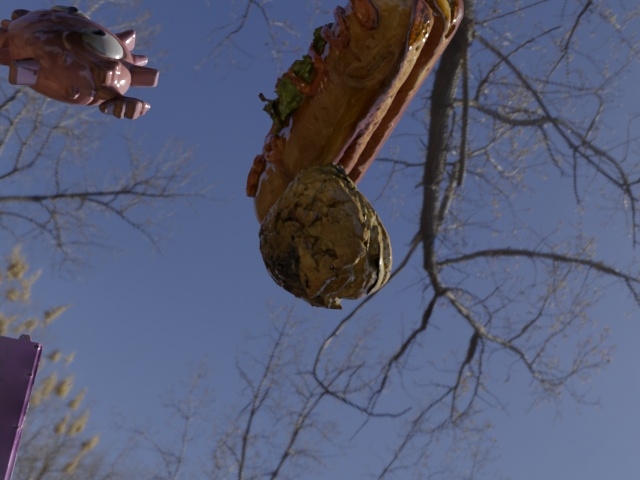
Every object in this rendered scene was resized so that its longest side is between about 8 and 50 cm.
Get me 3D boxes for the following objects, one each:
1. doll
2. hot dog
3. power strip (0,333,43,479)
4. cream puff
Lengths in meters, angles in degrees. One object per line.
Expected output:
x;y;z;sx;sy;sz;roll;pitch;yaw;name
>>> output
-0.326;-0.238;0.944;0.262;0.211;0.093;44;-49;27;doll
0.014;-0.136;0.713;0.117;0.158;0.349;40;-36;6;hot dog
-0.481;0.249;1.026;0.109;0.279;0.038;15;-51;-20;power strip
0.000;0.000;0.635;0.119;0.104;0.133;42;-38;39;cream puff
